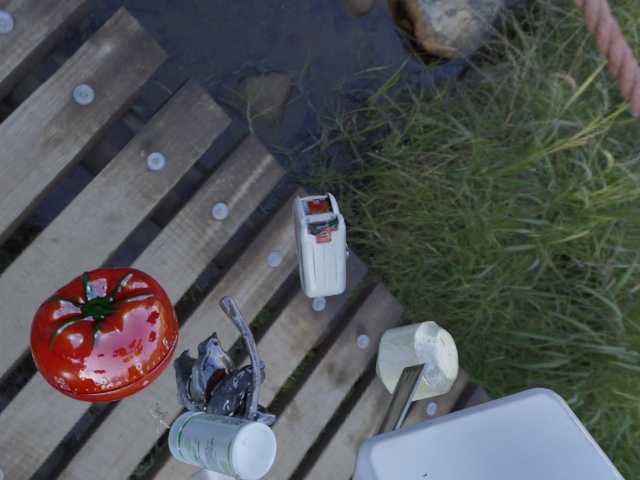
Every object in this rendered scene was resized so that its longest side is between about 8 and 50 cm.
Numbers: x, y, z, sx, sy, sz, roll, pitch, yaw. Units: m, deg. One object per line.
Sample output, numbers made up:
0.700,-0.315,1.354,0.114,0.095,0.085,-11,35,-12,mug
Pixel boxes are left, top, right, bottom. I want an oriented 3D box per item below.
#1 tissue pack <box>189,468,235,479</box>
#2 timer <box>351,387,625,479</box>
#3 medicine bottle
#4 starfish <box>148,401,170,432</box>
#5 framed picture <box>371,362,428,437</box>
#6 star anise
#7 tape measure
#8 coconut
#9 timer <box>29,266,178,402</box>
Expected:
-0.219,0.707,1.483,0.071,0.170,0.325,-12,70,-34,tissue pack
0.139,0.268,0.497,0.195,0.192,0.194,-10,133,-18,timer
-0.157,0.320,0.964,0.086,0.184,0.085,8,78,-42,medicine bottle
-0.463,0.503,1.742,0.086,0.016,0.092,40,33,-41,starfish
0.130,0.336,1.141,0.010,0.173,0.231,28,76,2,framed picture
-0.192,0.295,1.134,0.139,0.316,0.359,-27,95,-48,star anise
0.000,0.000,1.587,0.130,0.265,0.258,-8,128,-4,tape measure
0.242,0.318,1.603,0.202,0.222,0.202,29,50,-41,coconut
-0.580,0.257,1.663,0.378,0.378,0.279,-27,137,-27,timer
